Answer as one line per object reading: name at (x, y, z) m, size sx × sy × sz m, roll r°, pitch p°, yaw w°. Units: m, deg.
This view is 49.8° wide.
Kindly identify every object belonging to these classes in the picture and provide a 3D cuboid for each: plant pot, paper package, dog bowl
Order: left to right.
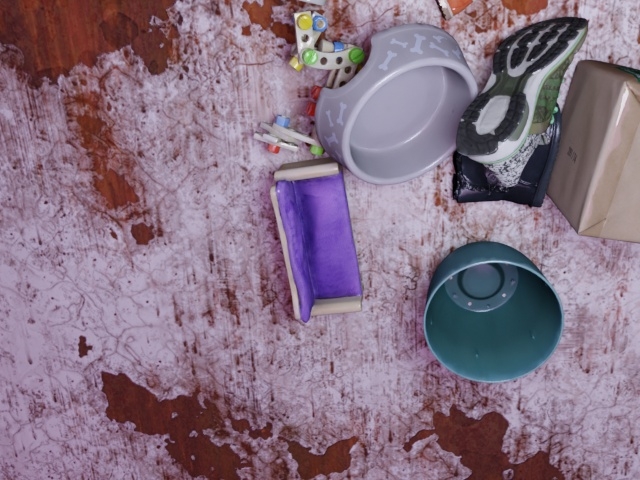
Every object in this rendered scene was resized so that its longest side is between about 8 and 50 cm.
dog bowl at (0.166, -0.260, 1.407) m, size 0.348 × 0.102 × 0.349 m, roll -18°, pitch 141°, yaw -15°
plant pot at (0.376, 0.133, 1.562) m, size 0.293 × 0.235 × 0.293 m, roll 2°, pitch 113°, yaw 5°
paper package at (0.586, -0.182, 1.368) m, size 0.168 × 0.325 × 0.309 m, roll 9°, pitch 111°, yaw 2°

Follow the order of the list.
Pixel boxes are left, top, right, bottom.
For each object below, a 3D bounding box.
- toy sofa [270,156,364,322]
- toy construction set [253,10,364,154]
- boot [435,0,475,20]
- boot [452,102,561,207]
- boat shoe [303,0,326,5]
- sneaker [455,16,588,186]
toy sofa at (0.000, 0.000, 1.584) m, size 0.150 × 0.177 × 0.362 m, roll -7°, pitch 110°, yaw 9°
toy construction set at (-0.013, -0.310, 1.475) m, size 0.215 × 0.151 × 0.328 m, roll 11°, pitch 123°, yaw -25°
boot at (0.261, -0.541, 1.407) m, size 0.084 × 0.059 × 0.158 m, roll -26°, pitch 115°, yaw 12°
boot at (0.400, -0.187, 1.507) m, size 0.207 × 0.094 × 0.246 m, roll 5°, pitch 118°, yaw 0°
boat shoe at (-0.139, -0.579, 1.396) m, size 0.340 × 0.127 × 0.113 m, roll 18°, pitch 111°, yaw -3°
sneaker at (0.420, -0.280, 1.393) m, size 0.410 × 0.158 × 0.182 m, roll -54°, pitch 134°, yaw -16°
